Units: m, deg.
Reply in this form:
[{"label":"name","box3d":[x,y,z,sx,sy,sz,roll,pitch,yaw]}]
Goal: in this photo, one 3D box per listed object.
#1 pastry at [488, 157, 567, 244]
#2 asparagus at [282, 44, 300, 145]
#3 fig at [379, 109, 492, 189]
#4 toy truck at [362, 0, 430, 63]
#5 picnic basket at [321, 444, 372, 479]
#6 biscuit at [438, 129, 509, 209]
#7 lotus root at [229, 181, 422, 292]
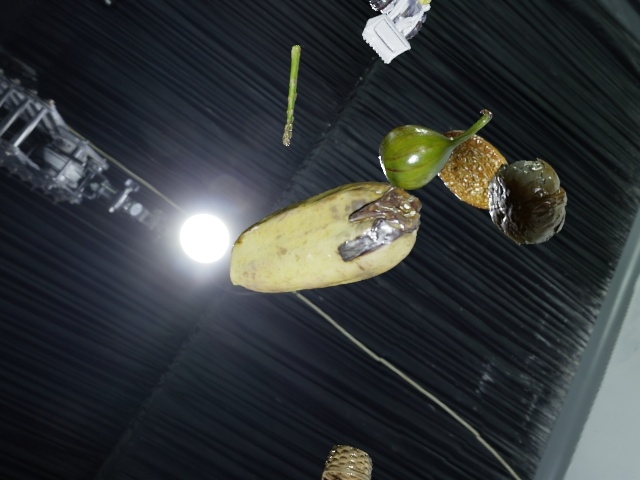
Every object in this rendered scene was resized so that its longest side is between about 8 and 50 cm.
[{"label":"pastry","box3d":[0.354,-0.066,0.761,0.153,0.081,0.154,173,90,-78]},{"label":"asparagus","box3d":[-0.066,-0.335,1.023,0.024,0.025,0.249,-7,75,55]},{"label":"fig","box3d":[0.265,-0.206,1.013,0.258,0.152,0.151,-12,26,14]},{"label":"toy truck","box3d":[0.203,-0.550,0.985,0.111,0.136,0.286,21,84,50]},{"label":"picnic basket","box3d":[0.034,0.334,0.605,0.072,0.072,0.083,-45,19,44]},{"label":"biscuit","box3d":[0.478,-0.217,1.412,0.038,0.305,0.305,-42,7,-16]},{"label":"lotus root","box3d":[0.000,0.000,0.525,0.258,0.097,0.110,-14,77,26]}]
